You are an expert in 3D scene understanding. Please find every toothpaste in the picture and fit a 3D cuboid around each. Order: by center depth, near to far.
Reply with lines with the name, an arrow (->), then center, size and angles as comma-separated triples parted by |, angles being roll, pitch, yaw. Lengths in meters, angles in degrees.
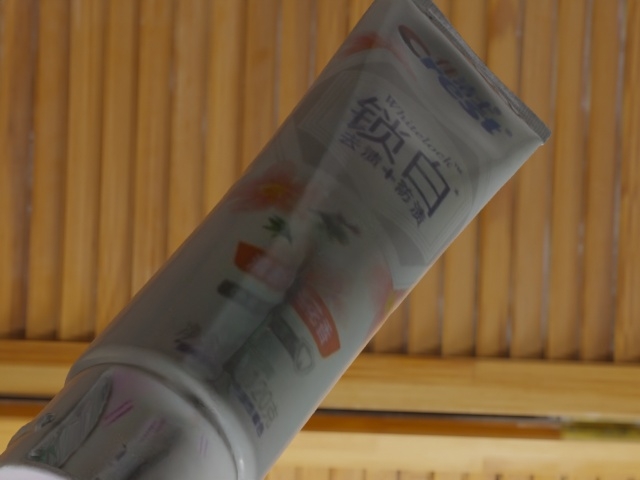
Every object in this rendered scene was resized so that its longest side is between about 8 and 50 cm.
toothpaste -> 0.000, 0.000, 0.482 | 0.066, 0.100, 0.323 | -41, -173, 41
